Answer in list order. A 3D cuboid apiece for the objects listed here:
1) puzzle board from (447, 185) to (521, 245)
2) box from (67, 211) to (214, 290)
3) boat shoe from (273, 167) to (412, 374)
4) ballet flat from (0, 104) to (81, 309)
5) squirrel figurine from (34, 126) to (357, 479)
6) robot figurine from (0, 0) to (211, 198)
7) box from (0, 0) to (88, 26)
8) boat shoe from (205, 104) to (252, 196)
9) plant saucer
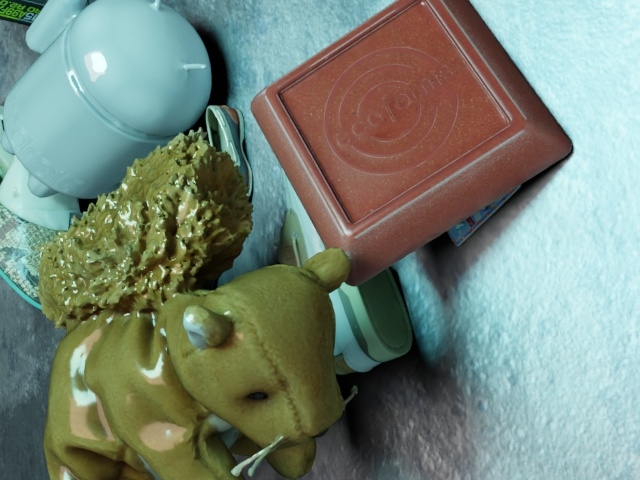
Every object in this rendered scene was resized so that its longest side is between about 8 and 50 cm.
[{"bbox_3d":[0.141,-0.073,1.065,0.096,0.011,0.128,-48,57,31],"label":"puzzle board"},{"bbox_3d":[-0.226,0.044,1.297,0.077,0.180,0.147,7,91,48],"label":"box"},{"bbox_3d":[0.000,0.000,1.127,0.103,0.113,0.302,-28,69,34],"label":"boat shoe"},{"bbox_3d":[-0.467,-0.092,1.560,0.483,0.164,0.182,45,117,40],"label":"ballet flat"},{"bbox_3d":[-0.138,0.087,1.043,0.370,0.281,0.397,-40,71,55],"label":"squirrel figurine"},{"bbox_3d":[-0.280,-0.187,1.353,0.353,0.200,0.300,-34,92,38],"label":"robot figurine"},{"bbox_3d":[-0.488,-0.435,1.527,0.060,0.270,0.216,-32,66,37],"label":"box"},{"bbox_3d":[-0.119,-0.105,1.300,0.049,0.043,0.137,-14,79,41],"label":"boat shoe"},{"bbox_3d":[0.074,-0.126,1.031,0.258,0.048,0.259,-32,61,7],"label":"plant saucer"}]
